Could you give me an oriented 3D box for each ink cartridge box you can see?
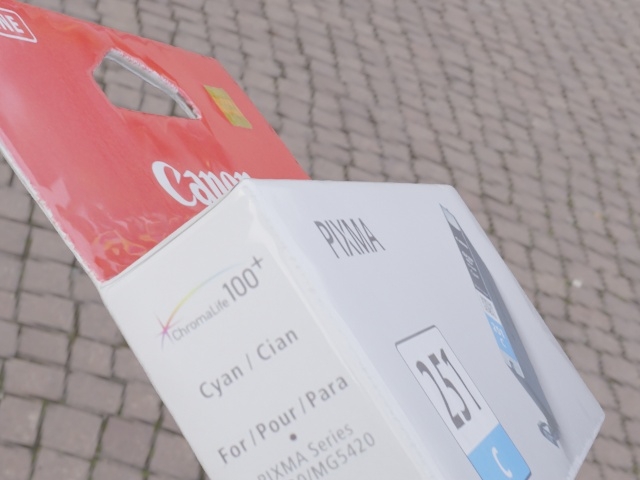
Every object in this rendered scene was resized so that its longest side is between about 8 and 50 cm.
[{"bbox_3d":[0.000,0.000,0.507,0.261,0.066,0.296,56,15,8],"label":"ink cartridge box"}]
